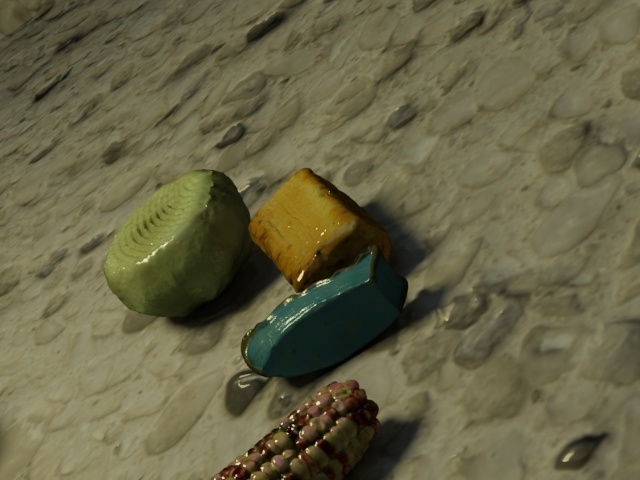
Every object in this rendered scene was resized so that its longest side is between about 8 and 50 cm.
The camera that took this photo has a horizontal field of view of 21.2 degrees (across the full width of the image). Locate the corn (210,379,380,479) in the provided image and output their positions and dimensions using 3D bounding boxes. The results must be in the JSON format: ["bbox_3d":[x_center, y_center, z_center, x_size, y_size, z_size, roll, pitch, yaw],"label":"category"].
[{"bbox_3d":[-0.059,0.232,1.475,0.280,0.092,0.092,-41,24,-17],"label":"corn"}]

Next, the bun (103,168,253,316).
[{"bbox_3d":[-0.151,0.013,1.939,0.195,0.118,0.195,-37,19,15],"label":"bun"}]

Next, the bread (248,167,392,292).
[{"bbox_3d":[0.000,0.000,1.791,0.114,0.083,0.211,-44,24,2],"label":"bread"}]

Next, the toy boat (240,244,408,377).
[{"bbox_3d":[-0.002,0.075,1.671,0.185,0.075,0.077,-35,27,18],"label":"toy boat"}]
